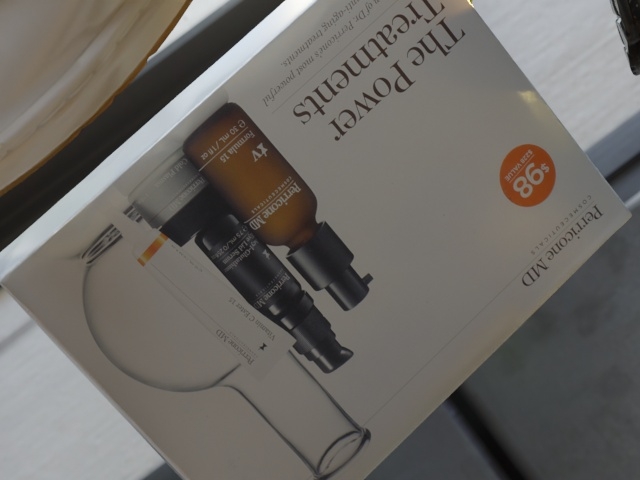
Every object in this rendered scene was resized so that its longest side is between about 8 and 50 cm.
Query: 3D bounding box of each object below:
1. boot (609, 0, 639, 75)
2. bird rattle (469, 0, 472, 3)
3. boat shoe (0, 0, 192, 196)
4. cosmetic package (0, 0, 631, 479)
[{"bbox_3d":[0.338,-0.201,0.984,0.338,0.223,0.118,-16,94,-64],"label":"boot"},{"bbox_3d":[0.047,-0.194,1.205,0.143,0.207,0.253,25,-26,-16],"label":"bird rattle"},{"bbox_3d":[-0.060,-0.123,0.339,0.096,0.277,0.098,32,12,-39],"label":"boat shoe"},{"bbox_3d":[0.000,0.000,0.976,0.284,0.377,0.097,50,-10,-17],"label":"cosmetic package"}]
